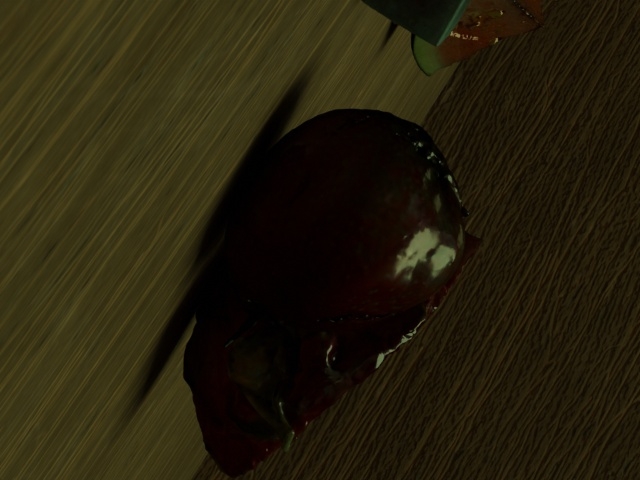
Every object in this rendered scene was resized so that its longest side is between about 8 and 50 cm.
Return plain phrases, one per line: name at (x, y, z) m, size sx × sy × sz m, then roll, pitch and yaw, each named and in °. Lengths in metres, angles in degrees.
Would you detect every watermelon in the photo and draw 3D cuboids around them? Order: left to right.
watermelon at (0.141, -0.250, 1.888) m, size 0.145 × 0.137 × 0.193 m, roll -20°, pitch -163°, yaw 28°

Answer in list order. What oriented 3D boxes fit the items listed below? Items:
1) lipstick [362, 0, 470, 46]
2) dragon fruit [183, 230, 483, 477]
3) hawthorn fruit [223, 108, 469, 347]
lipstick at (0.145, -0.317, 1.401) m, size 0.076 × 0.080 × 0.371 m, roll -52°, pitch 172°, yaw -52°
dragon fruit at (-0.018, 0.063, 1.615) m, size 0.317 × 0.152 × 0.205 m, roll -43°, pitch -175°, yaw 3°
hawthorn fruit at (0.000, 0.000, 1.470) m, size 0.235 × 0.181 × 0.181 m, roll -39°, pitch 180°, yaw 10°
